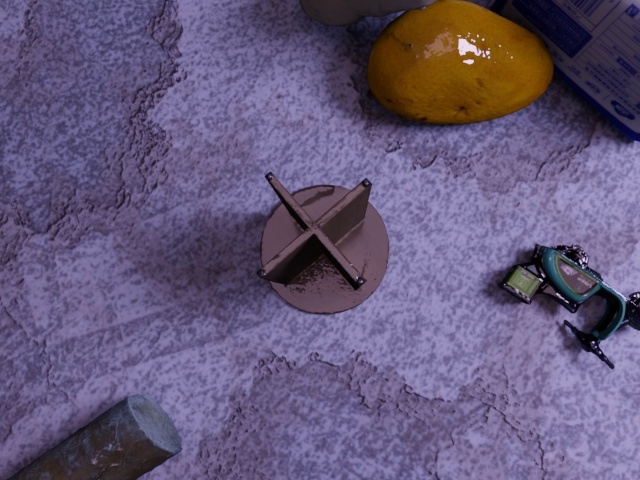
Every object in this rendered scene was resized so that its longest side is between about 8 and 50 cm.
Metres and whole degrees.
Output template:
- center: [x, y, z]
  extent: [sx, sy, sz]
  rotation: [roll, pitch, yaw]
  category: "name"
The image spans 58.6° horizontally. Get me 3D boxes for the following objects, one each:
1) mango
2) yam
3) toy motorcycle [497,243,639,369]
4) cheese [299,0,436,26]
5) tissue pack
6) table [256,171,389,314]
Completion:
- center: [0.170, -0.212, 0.688]
  extent: [0.227, 0.109, 0.147]
  rotation: [0, 115, -1]
  category: "mango"
- center: [-0.296, 0.285, 0.674]
  extent: [0.259, 0.093, 0.093]
  rotation: [-35, 83, -1]
  category: "yam"
- center: [0.314, 0.070, 0.685]
  extent: [0.173, 0.058, 0.100]
  rotation: [35, 93, 7]
  category: "toy motorcycle"
- center: [0.078, -0.313, 0.652]
  extent: [0.159, 0.263, 0.093]
  rotation: [-35, 120, -18]
  category: "cheese"
- center: [0.346, -0.258, 0.643]
  extent: [0.270, 0.209, 0.137]
  rotation: [44, 88, 7]
  category: "tissue pack"
- center: [0.000, 0.000, 0.622]
  extent: [0.167, 0.226, 0.167]
  rotation: [0, 84, 3]
  category: "table"
